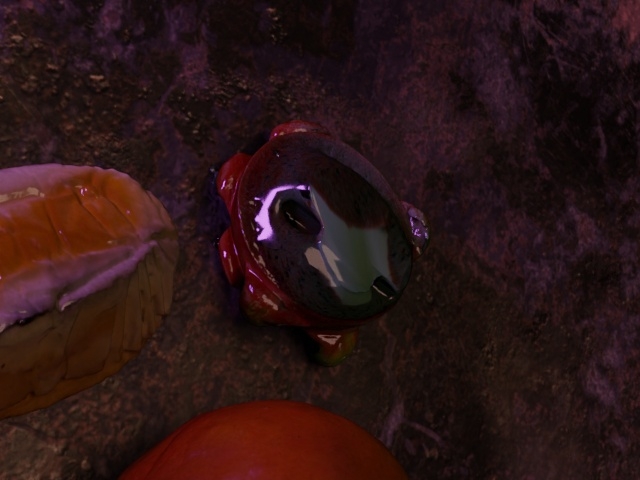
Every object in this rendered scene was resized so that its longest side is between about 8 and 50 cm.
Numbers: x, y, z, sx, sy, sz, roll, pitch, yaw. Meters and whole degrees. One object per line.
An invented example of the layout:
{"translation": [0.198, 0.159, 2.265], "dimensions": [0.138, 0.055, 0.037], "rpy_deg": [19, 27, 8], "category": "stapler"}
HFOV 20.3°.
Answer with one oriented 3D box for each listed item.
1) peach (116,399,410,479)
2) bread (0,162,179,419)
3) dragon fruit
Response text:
{"translation": [-0.067, 0.319, 1.854], "dimensions": [0.302, 0.343, 0.343], "rpy_deg": [28, 63, -31], "category": "peach"}
{"translation": [-0.325, 0.058, 1.833], "dimensions": [0.389, 0.183, 0.236], "rpy_deg": [-13, 61, -33], "category": "bread"}
{"translation": [0.000, 0.000, 2.119], "dimensions": [0.268, 0.130, 0.295], "rpy_deg": [-20, 90, -43], "category": "dragon fruit"}
